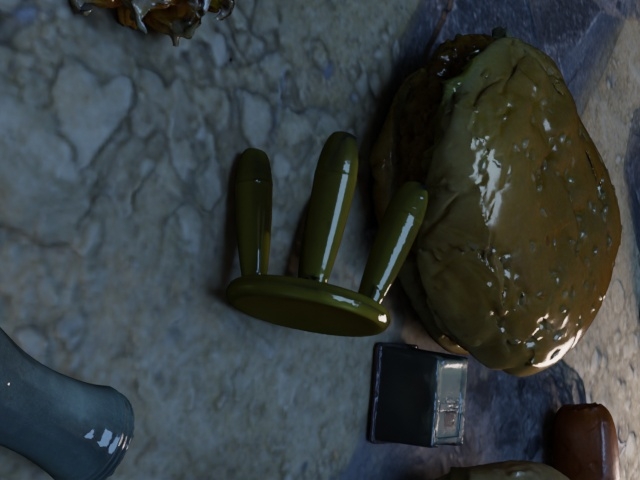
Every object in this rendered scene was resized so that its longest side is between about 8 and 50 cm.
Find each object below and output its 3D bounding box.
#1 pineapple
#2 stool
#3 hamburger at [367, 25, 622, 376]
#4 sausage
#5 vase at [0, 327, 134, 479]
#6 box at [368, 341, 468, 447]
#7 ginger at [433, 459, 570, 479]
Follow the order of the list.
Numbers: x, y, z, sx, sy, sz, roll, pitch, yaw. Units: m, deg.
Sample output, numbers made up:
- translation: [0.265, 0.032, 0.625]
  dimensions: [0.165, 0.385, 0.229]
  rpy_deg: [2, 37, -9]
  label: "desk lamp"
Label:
- translation: [-0.106, -0.186, 0.459]
  dimensions: [0.137, 0.069, 0.116]
  rpy_deg: [41, 62, -37]
  label: "pineapple"
- translation: [0.000, 0.000, 0.542]
  dimensions: [0.134, 0.134, 0.111]
  rpy_deg: [103, -1, -72]
  label: "stool"
- translation: [0.160, -0.034, 0.695]
  dimensions: [0.260, 0.144, 0.283]
  rpy_deg: [-52, 119, -31]
  label: "hamburger"
- translation: [0.295, 0.278, 0.884]
  dimensions: [0.076, 0.076, 0.198]
  rpy_deg: [-4, 93, -47]
  label: "sausage"
- translation: [-0.179, 0.057, 0.372]
  dimensions: [0.214, 0.086, 0.086]
  rpy_deg: [44, 59, -43]
  label: "vase"
- translation: [0.083, 0.129, 0.664]
  dimensions: [0.060, 0.063, 0.085]
  rpy_deg: [12, 80, -45]
  label: "box"
- translation: [0.175, 0.276, 0.712]
  dimensions: [0.267, 0.152, 0.138]
  rpy_deg: [47, 27, -30]
  label: "ginger"
